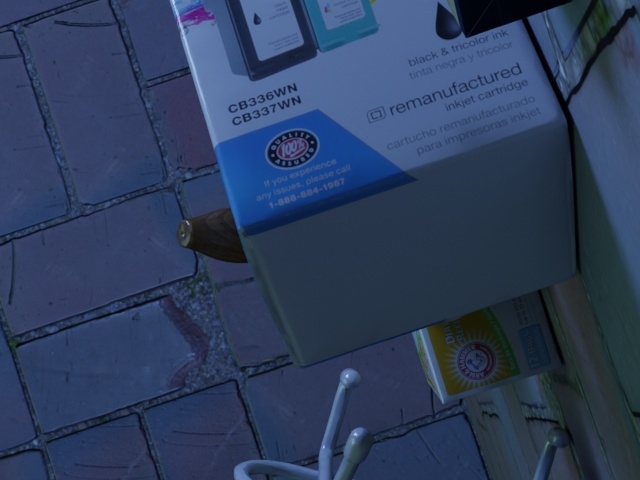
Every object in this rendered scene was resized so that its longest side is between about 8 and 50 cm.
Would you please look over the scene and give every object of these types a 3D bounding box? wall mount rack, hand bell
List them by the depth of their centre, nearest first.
[{"bbox_3d":[0.000,0.000,1.144,0.126,0.242,0.126,-1,88,52],"label":"hand bell"},{"bbox_3d":[0.108,0.204,1.277,0.304,0.350,0.130,-93,19,-82],"label":"wall mount rack"}]

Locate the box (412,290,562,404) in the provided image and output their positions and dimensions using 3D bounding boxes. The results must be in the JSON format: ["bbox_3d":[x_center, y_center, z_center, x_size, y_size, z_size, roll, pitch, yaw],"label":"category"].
[{"bbox_3d":[0.131,0.066,1.353,0.203,0.103,0.114,53,-161,-89],"label":"box"}]

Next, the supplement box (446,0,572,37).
[{"bbox_3d":[0.077,-0.160,0.751,0.083,0.056,0.083,-108,0,-47],"label":"supplement box"}]

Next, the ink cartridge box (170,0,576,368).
[{"bbox_3d":[0.024,-0.100,1.006,0.197,0.198,0.270,71,180,-60],"label":"ink cartridge box"}]
